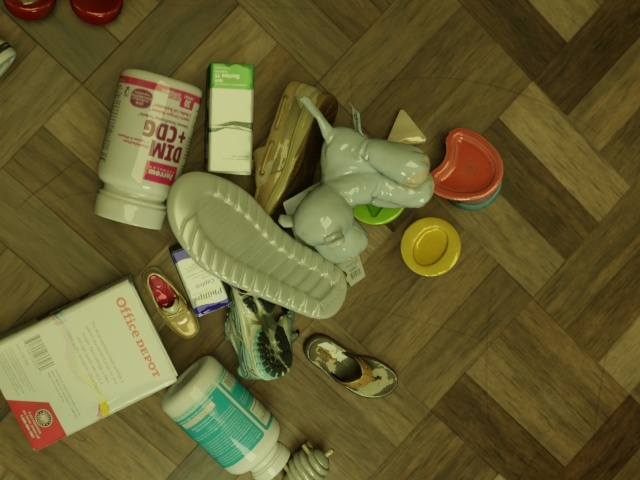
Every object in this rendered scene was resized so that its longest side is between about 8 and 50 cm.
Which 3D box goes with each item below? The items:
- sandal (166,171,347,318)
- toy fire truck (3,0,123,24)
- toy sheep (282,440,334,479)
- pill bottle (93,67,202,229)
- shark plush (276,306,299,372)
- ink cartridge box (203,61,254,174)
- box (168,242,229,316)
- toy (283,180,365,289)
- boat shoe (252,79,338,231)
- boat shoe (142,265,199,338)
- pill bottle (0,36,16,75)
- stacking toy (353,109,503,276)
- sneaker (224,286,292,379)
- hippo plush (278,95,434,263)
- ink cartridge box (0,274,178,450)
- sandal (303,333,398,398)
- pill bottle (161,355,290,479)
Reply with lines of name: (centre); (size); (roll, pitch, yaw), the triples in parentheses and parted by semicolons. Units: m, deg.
sandal: (-0.135, 0.029, 1.799); (0.416, 0.102, 0.169); (38, 70, -20)
toy fire truck: (-0.482, -0.558, 1.737); (0.302, 0.169, 0.254); (2, 71, -12)
toy sheep: (-0.026, 0.473, 1.951); (0.132, 0.091, 0.091); (-39, 102, 14)
pill bottle: (-0.335, -0.173, 1.787); (0.160, 0.160, 0.283); (14, 93, -12)
shark plush: (-0.074, 0.193, 1.944); (0.067, 0.073, 0.161); (16, 77, -36)
ink cartridge box: (-0.179, -0.234, 1.815); (0.086, 0.153, 0.209); (1, 94, -10)
box: (-0.242, 0.069, 1.846); (0.072, 0.126, 0.137); (-23, 99, -9)
toy: (0.000, 0.000, 1.915); (0.137, 0.056, 0.237); (-32, 111, -31)
boat shoe: (-0.078, -0.151, 1.874); (0.110, 0.121, 0.341); (28, 100, 23)
boat shoe: (-0.302, 0.131, 1.875); (0.063, 0.059, 0.170); (-36, 101, -6)
pill bottle: (-0.678, -0.379, 1.720); (0.208, 0.119, 0.119); (44, 86, -11)
stacking toy: (0.218, -0.096, 1.957); (0.279, 0.130, 0.309); (33, 86, 14)
sneaker: (-0.154, 0.148, 1.881); (0.110, 0.122, 0.283); (2, 72, -47)
hippo plush: (0.067, -0.078, 1.752); (0.237, 0.234, 0.294); (-63, 146, -19)
ink cartridge box: (-0.462, 0.232, 1.818); (0.306, 0.131, 0.226); (-25, 99, -9)
sandal: (0.065, 0.267, 1.959); (0.219, 0.060, 0.090); (34, 89, -12)
pill bottle: (-0.183, 0.368, 1.877); (0.146, 0.146, 0.264); (-44, 101, -4)
